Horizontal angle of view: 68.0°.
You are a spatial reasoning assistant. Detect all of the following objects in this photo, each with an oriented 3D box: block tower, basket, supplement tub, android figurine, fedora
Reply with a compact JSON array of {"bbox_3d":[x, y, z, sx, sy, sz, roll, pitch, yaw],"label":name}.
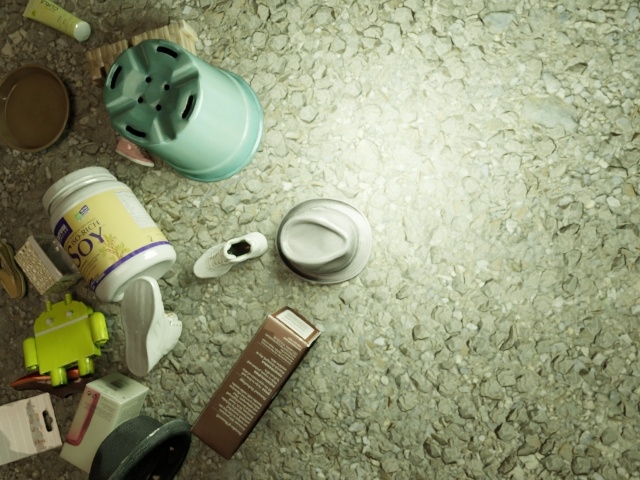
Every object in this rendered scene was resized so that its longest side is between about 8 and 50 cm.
[{"bbox_3d":[-0.529,-0.544,1.409,0.335,0.091,0.097,-15,88,10],"label":"block tower"},{"bbox_3d":[-0.829,0.075,1.452,0.103,0.113,0.167,-42,83,10],"label":"basket"},{"bbox_3d":[-0.597,-0.018,1.345,0.241,0.241,0.331,-39,84,8],"label":"supplement tub"},{"bbox_3d":[-0.765,0.294,1.429,0.248,0.056,0.273,-19,69,-3],"label":"android figurine"},{"bbox_3d":[-0.523,0.616,1.320,0.152,0.334,0.334,30,95,26],"label":"fedora"},{"bbox_3d":[0.000,0.000,1.297,0.275,0.124,0.244,11,92,10],"label":"fedora"}]

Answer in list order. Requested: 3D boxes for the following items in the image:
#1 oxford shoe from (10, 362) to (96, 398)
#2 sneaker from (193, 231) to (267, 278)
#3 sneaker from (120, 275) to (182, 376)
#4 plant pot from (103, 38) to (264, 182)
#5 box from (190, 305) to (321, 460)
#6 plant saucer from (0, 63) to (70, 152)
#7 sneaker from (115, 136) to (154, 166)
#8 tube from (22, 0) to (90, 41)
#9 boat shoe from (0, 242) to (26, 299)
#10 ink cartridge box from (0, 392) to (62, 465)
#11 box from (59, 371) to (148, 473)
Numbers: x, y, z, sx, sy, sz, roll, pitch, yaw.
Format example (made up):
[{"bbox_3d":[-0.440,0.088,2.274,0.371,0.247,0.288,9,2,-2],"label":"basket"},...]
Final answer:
[{"bbox_3d":[-0.823,0.447,1.462,0.271,0.097,0.098,-10,94,10],"label":"oxford shoe"},{"bbox_3d":[-0.272,0.040,1.350,0.232,0.115,0.090,-28,85,9],"label":"sneaker"},{"bbox_3d":[-0.474,0.217,1.355,0.108,0.169,0.293,14,108,12],"label":"sneaker"},{"bbox_3d":[-0.363,-0.343,1.257,0.341,0.334,0.341,0,90,11],"label":"plant pot"},{"bbox_3d":[-0.169,0.378,1.294,0.143,0.191,0.381,37,97,8],"label":"box"},{"bbox_3d":[-0.908,-0.414,1.503,0.277,0.041,0.278,0,89,11],"label":"plant saucer"},{"bbox_3d":[-0.553,-0.275,1.433,0.134,0.051,0.070,27,100,13],"label":"sneaker"},{"bbox_3d":[-0.828,-0.697,1.481,0.240,0.062,0.070,31,55,14],"label":"tube"},{"bbox_3d":[-1.000,0.100,1.502,0.068,0.072,0.190,-26,86,9],"label":"boat shoe"},{"bbox_3d":[-0.950,0.598,1.517,0.224,0.056,0.181,-16,87,-9],"label":"ink cartridge box"},{"bbox_3d":[-0.633,0.531,1.399,0.126,0.148,0.232,23,94,10],"label":"box"}]
